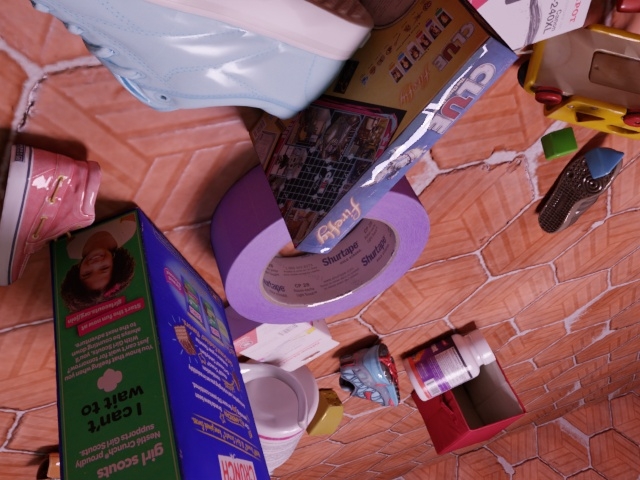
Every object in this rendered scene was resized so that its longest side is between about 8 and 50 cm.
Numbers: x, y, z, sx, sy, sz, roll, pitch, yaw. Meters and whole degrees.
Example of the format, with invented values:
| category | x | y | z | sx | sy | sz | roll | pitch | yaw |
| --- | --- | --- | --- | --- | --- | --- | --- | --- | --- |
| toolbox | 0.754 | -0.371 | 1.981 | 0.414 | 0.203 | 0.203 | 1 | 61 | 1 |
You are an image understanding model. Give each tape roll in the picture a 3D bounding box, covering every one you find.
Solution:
| category | x | y | z | sx | sy | sz | roll | pitch | yaw |
| --- | --- | --- | --- | --- | --- | --- | --- | --- | --- |
| tape roll | 0.000 | 0.000 | 0.727 | 0.275 | 0.090 | 0.275 | -16 | 147 | -11 |

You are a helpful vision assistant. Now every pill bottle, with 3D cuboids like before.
| category | x | y | z | sx | sy | sz | roll | pitch | yaw |
| --- | --- | --- | --- | --- | --- | --- | --- | --- | --- |
| pill bottle | 0.300 | 0.283 | 1.287 | 0.193 | 0.108 | 0.108 | -28 | 146 | 7 |
| pill bottle | -0.111 | 0.354 | 1.091 | 0.160 | 0.160 | 0.283 | -7 | 143 | -23 |

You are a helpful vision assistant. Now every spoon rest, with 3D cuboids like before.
| category | x | y | z | sx | sy | sz | roll | pitch | yaw |
| --- | --- | --- | --- | --- | --- | --- | --- | --- | --- |
| spoon rest | -0.148 | 0.238 | 0.917 | 0.276 | 0.084 | 0.137 | 12 | 150 | 7 |

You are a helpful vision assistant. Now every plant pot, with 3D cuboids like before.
| category | x | y | z | sx | sy | sz | roll | pitch | yaw |
| --- | --- | --- | --- | --- | --- | --- | --- | --- | --- |
| plant pot | 0.006 | 0.396 | 1.298 | 0.081 | 0.081 | 0.083 | 12 | 121 | -41 |

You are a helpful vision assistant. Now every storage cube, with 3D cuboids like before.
| category | x | y | z | sx | sy | sz | roll | pitch | yaw |
| --- | --- | --- | --- | --- | --- | --- | --- | --- | --- |
| storage cube | 0.387 | 0.437 | 1.489 | 0.215 | 0.184 | 0.193 | -7 | 145 | -24 |

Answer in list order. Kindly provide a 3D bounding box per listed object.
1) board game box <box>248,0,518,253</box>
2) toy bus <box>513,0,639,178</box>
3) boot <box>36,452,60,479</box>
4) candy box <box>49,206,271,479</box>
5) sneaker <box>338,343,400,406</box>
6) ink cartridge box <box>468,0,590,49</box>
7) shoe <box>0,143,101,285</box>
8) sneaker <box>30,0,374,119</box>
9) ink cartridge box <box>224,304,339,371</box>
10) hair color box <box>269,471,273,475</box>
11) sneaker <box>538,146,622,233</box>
| category | x | y | z | sx | sy | sz | roll | pitch | yaw |
| --- | --- | --- | --- | --- | --- | --- | --- | --- | --- |
| board game box | 0.035 | -0.125 | 0.504 | 0.042 | 0.165 | 0.243 | 12 | 134 | -41 |
| toy bus | 0.298 | -0.182 | 0.632 | 0.191 | 0.202 | 0.104 | -30 | 177 | -3 |
| boot | -0.484 | 0.466 | 1.105 | 0.152 | 0.073 | 0.197 | 6 | 125 | -38 |
| candy box | -0.177 | 0.167 | 0.643 | 0.122 | 0.317 | 0.268 | -24 | 146 | 0 |
| sneaker | 0.105 | 0.300 | 1.229 | 0.125 | 0.104 | 0.262 | -10 | 144 | 11 |
| ink cartridge box | 0.181 | -0.241 | 0.521 | 0.150 | 0.063 | 0.109 | -20 | 146 | -5 |
| shoe | -0.278 | -0.015 | 0.559 | 0.081 | 0.063 | 0.178 | 8 | 131 | -31 |
| sneaker | -0.129 | -0.156 | 0.389 | 0.366 | 0.135 | 0.150 | 8 | 132 | -37 |
| ink cartridge box | -0.063 | 0.147 | 0.914 | 0.115 | 0.067 | 0.198 | -31 | 145 | 12 |
| hair color box | -0.321 | 0.584 | 1.328 | 0.374 | 0.113 | 0.185 | -35 | 145 | 16 |
| sneaker | 0.427 | -0.087 | 0.903 | 0.071 | 0.066 | 0.188 | -24 | 156 | -31 |
